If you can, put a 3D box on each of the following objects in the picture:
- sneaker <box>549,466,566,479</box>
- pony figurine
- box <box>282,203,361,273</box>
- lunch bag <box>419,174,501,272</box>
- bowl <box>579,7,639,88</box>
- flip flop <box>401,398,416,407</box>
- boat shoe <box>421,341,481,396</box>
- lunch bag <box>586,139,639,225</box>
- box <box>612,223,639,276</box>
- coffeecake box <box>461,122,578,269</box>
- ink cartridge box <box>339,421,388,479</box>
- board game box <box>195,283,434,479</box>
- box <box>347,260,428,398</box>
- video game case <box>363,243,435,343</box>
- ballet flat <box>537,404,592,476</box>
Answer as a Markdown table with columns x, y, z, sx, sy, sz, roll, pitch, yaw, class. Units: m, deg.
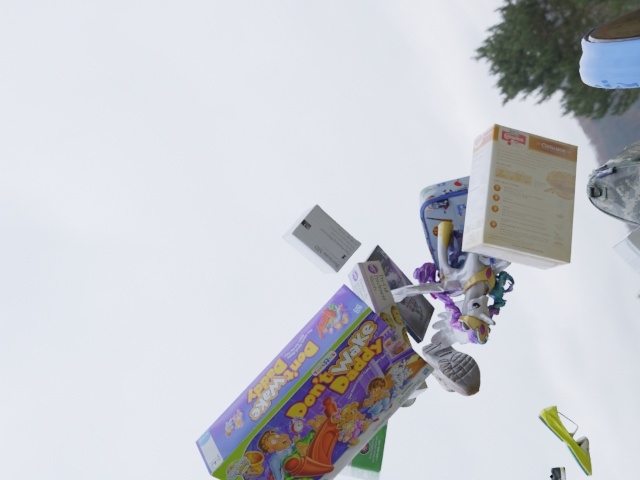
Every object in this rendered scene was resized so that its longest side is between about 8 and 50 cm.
| x | y | z | sx | sy | sz | roll | pitch | yaw | class |
| --- | --- | --- | --- | --- | --- | --- | --- | --- | --- |
| 0.547 | 0.553 | 1.329 | 0.031 | 0.035 | 0.083 | -42 | -52 | -61 | sneaker |
| 0.348 | 0.111 | 1.488 | 0.303 | 0.351 | 0.363 | 27 | -117 | -19 | pony figurine |
| 0.000 | 0.000 | 1.723 | 0.181 | 0.182 | 0.119 | 41 | -100 | -8 | box |
| 0.427 | -0.048 | 1.703 | 0.114 | 0.244 | 0.303 | -83 | -23 | -55 | lunch bag |
| 0.642 | -0.361 | 0.968 | 0.391 | 0.392 | 0.077 | -51 | -54 | -53 | bowl |
| 0.196 | 0.365 | 1.540 | 0.080 | 0.112 | 0.276 | -61 | -35 | -46 | flip flop |
| 0.432 | 0.428 | 1.864 | 0.324 | 0.123 | 0.116 | -128 | 21 | -76 | boat shoe |
| 0.879 | -0.160 | 1.526 | 0.305 | 0.256 | 0.212 | -28 | -60 | -41 | lunch bag |
| 0.590 | 0.005 | 1.009 | 0.087 | 0.102 | 0.101 | 51 | -177 | 17 | box |
| 0.299 | -0.063 | 0.863 | 0.143 | 0.068 | 0.185 | 13 | -104 | -11 | coffeecake box |
| 0.017 | 0.439 | 1.394 | 0.121 | 0.290 | 0.211 | 84 | -163 | -57 | ink cartridge box |
| 0.001 | 0.272 | 0.959 | 0.233 | 0.347 | 0.078 | 44 | 178 | -38 | board game box |
| 0.146 | 0.198 | 1.302 | 0.067 | 0.063 | 0.323 | -2 | -123 | -26 | box |
| 0.228 | 0.154 | 1.722 | 0.274 | 0.026 | 0.196 | 47 | -148 | -3 | video game case |
| 0.763 | 0.601 | 1.750 | 0.231 | 0.077 | 0.077 | 52 | -173 | 12 | ballet flat |
